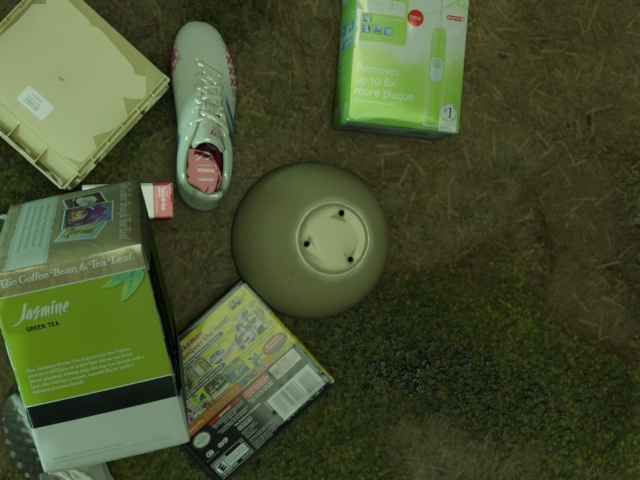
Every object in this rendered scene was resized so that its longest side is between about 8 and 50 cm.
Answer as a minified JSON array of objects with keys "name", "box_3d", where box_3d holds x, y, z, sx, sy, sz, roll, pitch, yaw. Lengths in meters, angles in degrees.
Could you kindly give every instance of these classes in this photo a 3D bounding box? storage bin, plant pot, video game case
[{"name":"storage bin","box_3d":[-0.431,-0.257,1.857,0.262,0.123,0.260,43,81,-9]},{"name":"plant pot","box_3d":[0.000,0.000,1.916,0.284,0.191,0.284,0,90,-13]},{"name":"video game case","box_3d":[-0.155,0.246,1.937,0.275,0.035,0.248,-42,98,-1]}]

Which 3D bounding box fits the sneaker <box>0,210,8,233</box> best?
[{"name":"sneaker","box_3d":[-0.419,0.034,1.863,0.283,0.110,0.122,20,88,-12]}]

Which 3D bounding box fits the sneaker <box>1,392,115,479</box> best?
[{"name":"sneaker","box_3d":[-0.427,0.366,1.878,0.281,0.105,0.115,54,45,-3]}]

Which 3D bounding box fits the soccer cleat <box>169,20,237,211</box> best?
[{"name":"soccer cleat","box_3d":[-0.190,-0.215,1.899,0.116,0.143,0.331,-2,89,-13]}]

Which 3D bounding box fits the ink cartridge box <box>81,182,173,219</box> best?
[{"name":"ink cartridge box","box_3d":[-0.327,-0.064,1.882,0.151,0.109,0.063,-2,90,-13]}]

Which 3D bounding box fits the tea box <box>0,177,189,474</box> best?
[{"name":"tea box","box_3d":[-0.339,0.115,1.689,0.220,0.329,0.323,-12,110,-5]}]

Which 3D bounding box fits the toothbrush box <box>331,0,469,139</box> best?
[{"name":"toothbrush box","box_3d":[0.142,-0.333,1.989,0.206,0.122,0.283,6,86,-13]}]
